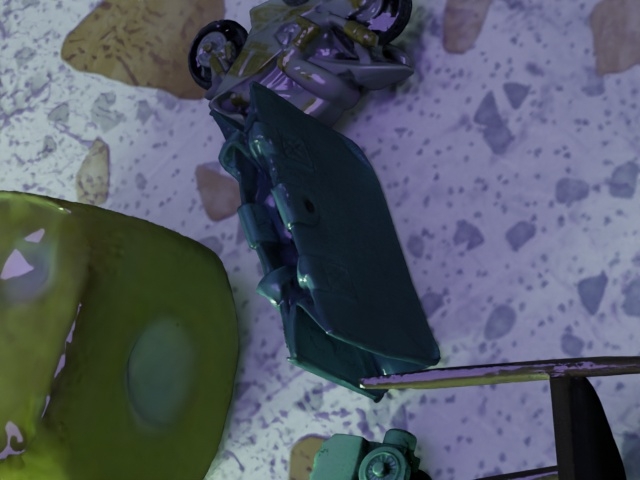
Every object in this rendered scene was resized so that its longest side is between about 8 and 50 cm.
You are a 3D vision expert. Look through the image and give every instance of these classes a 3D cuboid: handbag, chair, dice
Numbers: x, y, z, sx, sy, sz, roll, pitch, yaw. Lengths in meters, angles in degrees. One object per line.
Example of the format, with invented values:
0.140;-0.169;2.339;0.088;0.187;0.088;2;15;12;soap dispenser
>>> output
0.000;0.000;1.303;0.062;0.179;0.229;-31;59;21;handbag
0.176;0.181;1.112;0.272;0.166;0.188;-11;48;15;chair
-0.220;0.098;1.378;0.233;0.227;0.238;7;77;34;dice

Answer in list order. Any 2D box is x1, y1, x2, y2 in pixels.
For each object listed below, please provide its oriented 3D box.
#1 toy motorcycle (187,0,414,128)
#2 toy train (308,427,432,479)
-0.020;-0.137;1.423;0.225;0.073;0.152;-12;70;30;toy motorcycle
0.024;0.223;1.269;0.099;0.070;0.172;3;66;32;toy train
